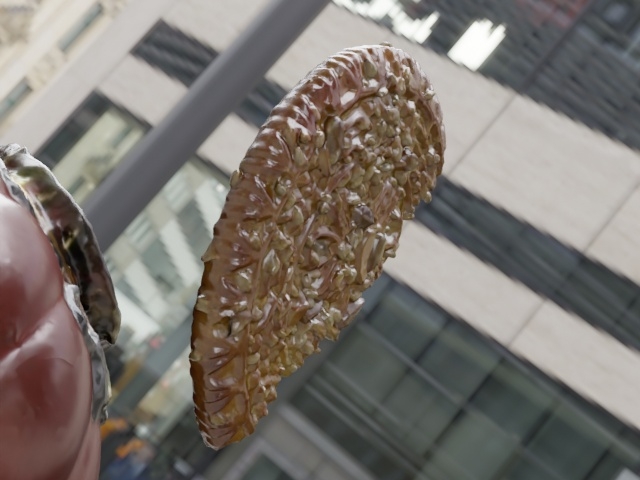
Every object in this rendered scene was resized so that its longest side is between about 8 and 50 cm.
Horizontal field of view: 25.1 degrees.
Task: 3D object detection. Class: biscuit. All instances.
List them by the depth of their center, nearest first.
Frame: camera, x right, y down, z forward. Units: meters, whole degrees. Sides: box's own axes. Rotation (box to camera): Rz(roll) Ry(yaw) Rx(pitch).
[{"bbox_3d":[0.002,-0.013,0.619,0.025,0.206,0.126,17,-37,26],"label":"biscuit"}]

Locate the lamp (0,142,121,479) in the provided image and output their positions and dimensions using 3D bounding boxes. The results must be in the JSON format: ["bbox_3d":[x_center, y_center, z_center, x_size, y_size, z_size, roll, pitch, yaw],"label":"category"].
[{"bbox_3d":[-0.229,0.058,0.669,0.303,0.257,0.303,42,-31,32],"label":"lamp"}]
